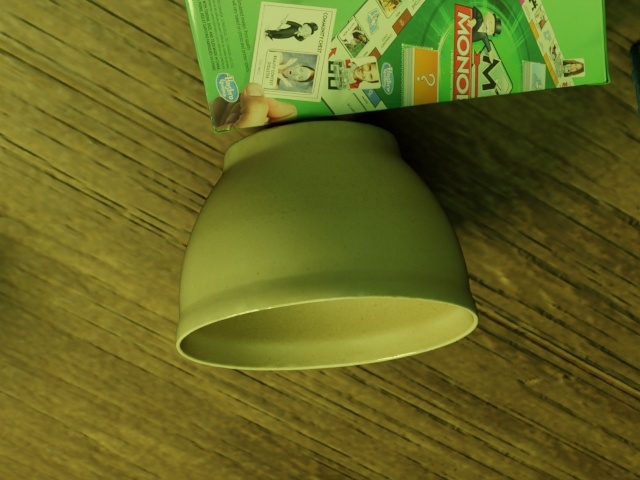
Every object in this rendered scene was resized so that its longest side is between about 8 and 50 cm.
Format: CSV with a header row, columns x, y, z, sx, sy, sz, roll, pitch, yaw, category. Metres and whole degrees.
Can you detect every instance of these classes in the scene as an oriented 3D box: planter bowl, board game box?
x,y,z,sx,sy,sz,roll,pitch,yaw,category
0.000,0.000,1.072,0.162,0.109,0.162,-4,165,-1,planter bowl
0.025,-0.198,0.956,0.213,0.046,0.317,-7,132,3,board game box

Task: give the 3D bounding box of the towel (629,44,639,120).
x,y,z,sx,sy,sz,roll,pitch,yaw,category
0.226,-0.083,1.051,0.119,0.067,0.029,-3,134,1,towel
